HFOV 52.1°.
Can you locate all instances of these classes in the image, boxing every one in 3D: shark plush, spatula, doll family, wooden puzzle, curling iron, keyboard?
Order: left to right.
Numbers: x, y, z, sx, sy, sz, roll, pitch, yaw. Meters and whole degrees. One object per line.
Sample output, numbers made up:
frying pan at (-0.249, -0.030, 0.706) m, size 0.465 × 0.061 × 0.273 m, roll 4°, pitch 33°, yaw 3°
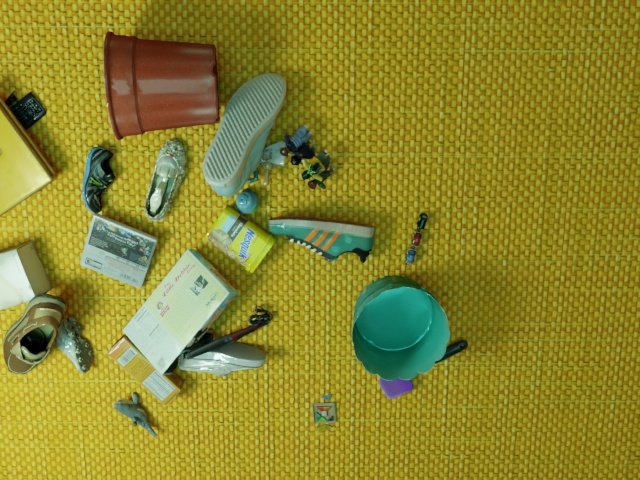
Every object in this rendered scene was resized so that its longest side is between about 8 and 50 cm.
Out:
keyboard at (-0.862, -0.335, 1.803) m, size 0.192 × 0.038 × 0.100 m, roll -36°, pitch 100°, yaw 7°
shark plush at (-0.563, 0.541, 1.981) m, size 0.073 × 0.067 × 0.161 m, roll -29°, pitch 101°, yaw 6°
curling iron at (-0.266, 0.272, 1.900) m, size 0.274 × 0.035 × 0.068 m, roll -28°, pitch 111°, yaw -12°
doll family at (-0.039, -0.222, 1.784) m, size 0.193 × 0.076 × 0.111 m, roll 48°, pitch 67°, yaw -7°
wooden puzzle at (0.013, 0.531, 2.005) m, size 0.078 × 0.014 × 0.116 m, roll -12°, pitch 102°, yaw 3°
spatula at (0.311, 0.378, 1.961) m, size 0.296 × 0.030 × 0.084 m, roll -33°, pitch 98°, yaw 7°

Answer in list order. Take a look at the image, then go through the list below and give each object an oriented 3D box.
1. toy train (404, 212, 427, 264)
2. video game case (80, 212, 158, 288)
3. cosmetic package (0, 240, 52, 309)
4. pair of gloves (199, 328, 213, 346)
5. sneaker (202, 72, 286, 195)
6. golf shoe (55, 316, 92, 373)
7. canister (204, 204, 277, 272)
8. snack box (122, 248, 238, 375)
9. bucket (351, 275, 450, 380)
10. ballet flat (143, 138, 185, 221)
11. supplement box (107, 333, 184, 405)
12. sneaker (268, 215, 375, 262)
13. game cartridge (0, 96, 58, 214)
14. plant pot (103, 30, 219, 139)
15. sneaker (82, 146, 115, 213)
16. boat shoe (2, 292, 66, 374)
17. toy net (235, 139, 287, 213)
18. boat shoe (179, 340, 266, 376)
toy train at (0.275, -0.002, 1.874) m, size 0.027 × 0.036 × 0.158 m, roll 16°, pitch 102°, yaw -3°
video game case at (-0.578, 0.031, 1.874) m, size 0.190 × 0.022 × 0.173 m, roll 23°, pitch 115°, yaw -4°
cosmetic package at (-0.957, 0.126, 1.868) m, size 0.309 × 0.113 × 0.160 m, roll -17°, pitch 102°, yaw 5°
pair of gloves at (-0.358, 0.289, 1.926) m, size 0.083 × 0.074 × 0.010 m, roll 4°, pitch 136°, yaw -2°
sneaker at (-0.201, -0.281, 1.764) m, size 0.135 × 0.150 × 0.366 m, roll 27°, pitch 73°, yaw 11°
golf shoe at (-0.740, 0.315, 1.943) m, size 0.086 × 0.069 × 0.176 m, roll -15°, pitch 97°, yaw 21°
canister at (-0.228, -0.005, 1.857) m, size 0.170 × 0.073 × 0.126 m, roll 35°, pitch 100°, yaw -6°
snack box at (-0.404, 0.205, 1.875) m, size 0.187 × 0.060 × 0.322 m, roll 44°, pitch 100°, yaw 17°
bucket at (0.219, 0.239, 1.854) m, size 0.281 × 0.183 × 0.281 m, roll 0°, pitch 103°, yaw 0°
ballet flat at (-0.433, -0.162, 1.820) m, size 0.091 × 0.077 × 0.241 m, roll 16°, pitch 102°, yaw -2°
supplement box at (-0.515, 0.378, 1.941) m, size 0.080 × 0.078 × 0.233 m, roll -42°, pitch 100°, yaw 5°
sneaker at (0.000, 0.000, 1.839) m, size 0.302 × 0.108 × 0.121 m, roll 7°, pitch 98°, yaw -3°
game cartridge at (-0.935, -0.211, 1.806) m, size 0.323 × 0.053 × 0.285 m, roll -28°, pitch 104°, yaw 15°
plant pot at (-0.397, -0.400, 1.685) m, size 0.265 × 0.272 × 0.273 m, roll -3°, pitch 103°, yaw -7°
sneaker at (-0.616, -0.165, 1.825) m, size 0.078 × 0.067 × 0.188 m, roll 11°, pitch 101°, yaw 0°
boat shoe at (-0.820, 0.286, 1.850) m, size 0.122 × 0.120 × 0.324 m, roll 17°, pitch 128°, yaw -29°
toy net at (-0.177, -0.191, 1.835) m, size 0.122 × 0.045 × 0.232 m, roll 43°, pitch 98°, yaw 21°
boat shoe at (-0.293, 0.357, 1.927) m, size 0.267 × 0.096 × 0.088 m, roll 3°, pitch 110°, yaw 1°
